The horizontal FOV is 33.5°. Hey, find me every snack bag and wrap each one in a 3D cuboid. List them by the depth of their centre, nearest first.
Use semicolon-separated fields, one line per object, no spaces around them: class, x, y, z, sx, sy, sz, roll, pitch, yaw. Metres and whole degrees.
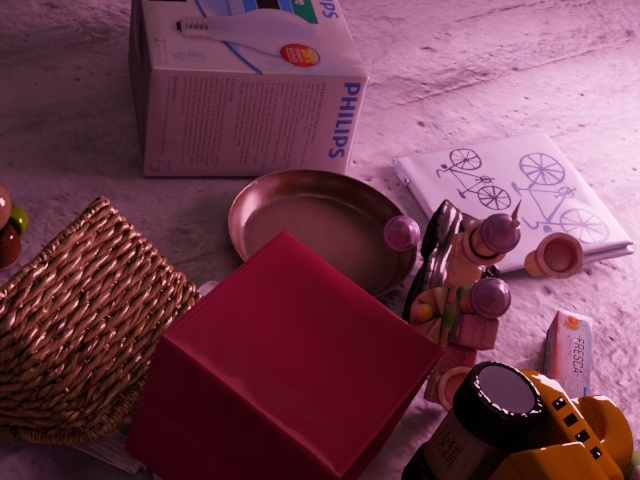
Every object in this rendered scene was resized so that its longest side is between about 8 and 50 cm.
snack bag;0.334;-0.060;1.880;0.342;0.037;0.323;-12;49;-20

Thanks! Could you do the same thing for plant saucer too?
plant saucer;0.000;0.000;1.713;0.310;0.050;0.311;9;43;-8

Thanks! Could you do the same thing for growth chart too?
growth chart;-0.272;0.228;1.413;0.237;0.021;0.172;20;41;4

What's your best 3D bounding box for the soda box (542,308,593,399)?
soda box;0.372;0.191;1.606;0.058;0.063;0.183;18;43;2

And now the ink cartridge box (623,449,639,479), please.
ink cartridge box;0.443;0.351;1.178;0.198;0.115;0.273;17;9;2

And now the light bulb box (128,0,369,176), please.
light bulb box;-0.140;-0.304;1.866;0.361;0.225;0.358;-1;44;-16

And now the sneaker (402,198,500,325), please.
sneaker;0.211;0.060;1.659;0.130;0.109;0.286;23;53;-2

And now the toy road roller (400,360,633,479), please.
toy road roller;0.274;0.296;1.225;0.240;0.202;0.329;0;42;-33

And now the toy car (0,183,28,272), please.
toy car;-0.501;-0.046;1.512;0.149;0.188;0.155;14;42;-1

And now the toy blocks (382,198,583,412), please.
toy blocks;0.191;0.099;1.433;0.308;0.260;0.289;13;82;-3

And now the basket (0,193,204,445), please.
basket;-0.328;0.131;1.389;0.223;0.213;0.299;45;41;-9

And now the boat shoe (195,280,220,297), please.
boat shoe;-0.177;0.113;1.530;0.066;0.063;0.184;22;43;8

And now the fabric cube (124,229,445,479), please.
fabric cube;-0.048;0.198;1.322;0.258;0.259;0.254;36;45;11
